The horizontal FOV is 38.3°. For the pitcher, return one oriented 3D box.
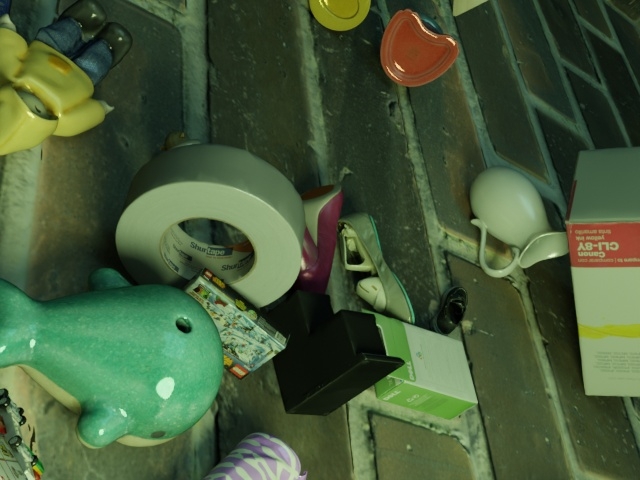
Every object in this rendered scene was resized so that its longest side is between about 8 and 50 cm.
[{"bbox_3d":[0.349,-0.034,1.746,0.207,0.177,0.125,59,-10,36],"label":"pitcher"}]

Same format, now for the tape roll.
[{"bbox_3d":[-0.129,-0.010,1.102,0.219,0.219,0.072,32,39,-25],"label":"tape roll"}]

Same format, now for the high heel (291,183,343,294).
[{"bbox_3d":[0.000,0.000,1.383,0.244,0.082,0.117,-69,143,-65],"label":"high heel"}]

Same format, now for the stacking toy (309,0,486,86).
[{"bbox_3d":[0.167,-0.484,1.828,0.309,0.279,0.130,40,25,-12],"label":"stacking toy"}]

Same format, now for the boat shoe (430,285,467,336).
[{"bbox_3d":[0.224,0.115,1.533,0.049,0.040,0.142,47,35,-5],"label":"boat shoe"}]

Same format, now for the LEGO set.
[{"bbox_3d":[-0.266,0.206,0.798,0.182,0.060,0.244,56,-10,12],"label":"LEGO set"}]

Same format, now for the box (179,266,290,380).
[{"bbox_3d":[-0.118,0.103,1.121,0.137,0.094,0.027,41,36,-15],"label":"box"}]

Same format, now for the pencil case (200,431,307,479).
[{"bbox_3d":[-0.098,0.287,0.979,0.088,0.086,0.206,21,32,19],"label":"pencil case"}]

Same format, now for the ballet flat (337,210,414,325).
[{"bbox_3d":[0.075,0.052,1.420,0.068,0.072,0.213,-11,63,-21],"label":"ballet flat"}]

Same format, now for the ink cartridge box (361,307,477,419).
[{"bbox_3d":[0.128,0.183,1.347,0.209,0.062,0.109,21,44,-35],"label":"ink cartridge box"}]

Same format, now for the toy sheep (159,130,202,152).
[{"bbox_3d":[-0.172,-0.089,1.247,0.091,0.091,0.132,-25,84,-54],"label":"toy sheep"}]

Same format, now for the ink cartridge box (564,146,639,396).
[{"bbox_3d":[0.557,0.059,1.696,0.279,0.160,0.385,-60,142,-53],"label":"ink cartridge box"}]

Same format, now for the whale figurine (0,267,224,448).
[{"bbox_3d":[-0.221,0.106,0.962,0.272,0.141,0.216,25,43,-32],"label":"whale figurine"}]

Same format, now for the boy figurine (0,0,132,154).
[{"bbox_3d":[-0.344,-0.208,1.159,0.177,0.092,0.285,46,32,-18],"label":"boy figurine"}]

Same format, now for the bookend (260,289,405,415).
[{"bbox_3d":[0.010,0.122,1.191,0.072,0.156,0.157,12,49,-41],"label":"bookend"}]

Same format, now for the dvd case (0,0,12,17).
[{"bbox_3d":[-0.511,-0.340,1.154,0.253,0.022,0.180,23,44,-34],"label":"dvd case"}]
